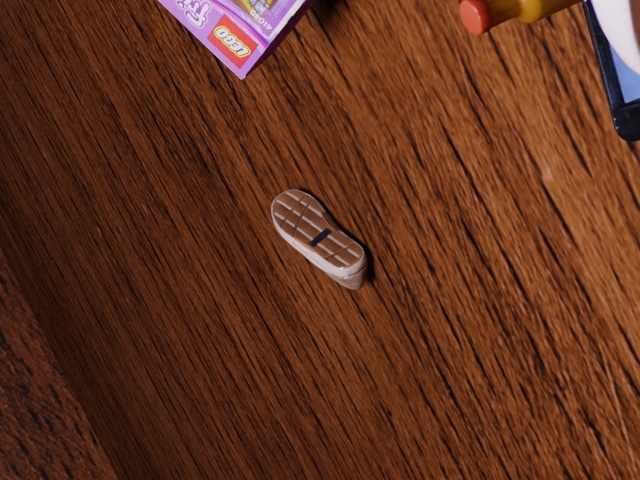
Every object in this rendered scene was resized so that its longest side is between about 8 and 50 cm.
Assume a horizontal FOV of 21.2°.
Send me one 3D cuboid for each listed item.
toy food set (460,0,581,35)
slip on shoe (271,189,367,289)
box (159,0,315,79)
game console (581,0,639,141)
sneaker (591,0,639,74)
[{"bbox_3d":[0.089,-0.249,1.082,0.111,0.104,0.232,8,122,65],"label":"toy food set"},{"bbox_3d":[0.000,0.000,1.671,0.135,0.051,0.041,38,160,38],"label":"slip on shoe"},{"bbox_3d":[-0.112,-0.293,1.374,0.293,0.057,0.201,44,140,-1],"label":"box"},{"bbox_3d":[0.215,-0.117,0.994,0.071,0.107,0.122,-90,-17,-70],"label":"game console"},{"bbox_3d":[0.146,-0.267,0.924,0.236,0.130,0.323,51,160,49],"label":"sneaker"}]
